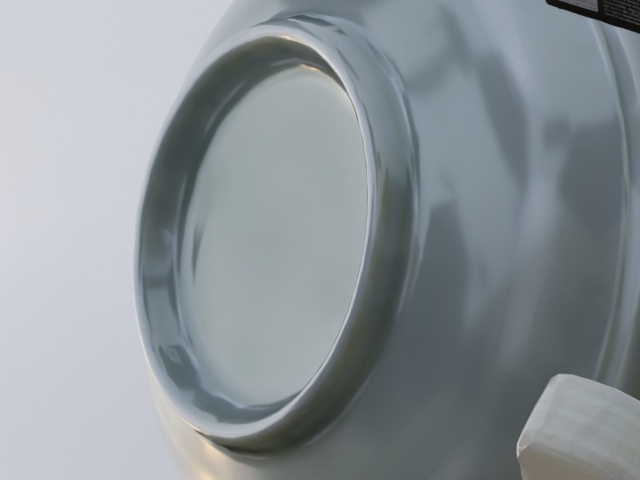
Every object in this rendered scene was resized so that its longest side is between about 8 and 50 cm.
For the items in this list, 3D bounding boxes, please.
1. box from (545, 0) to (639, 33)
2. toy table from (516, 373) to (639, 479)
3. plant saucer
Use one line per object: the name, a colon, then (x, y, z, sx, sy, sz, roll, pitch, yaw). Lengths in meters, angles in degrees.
box: (0.188, -0.094, 0.601, 0.114, 0.207, 0.036, -48, -35, -28)
toy table: (0.150, 0.138, 0.569, 0.274, 0.161, 0.252, -50, -32, -35)
plant saucer: (0.000, 0.000, 0.933, 0.100, 0.400, 0.400, 10, -29, -37)
